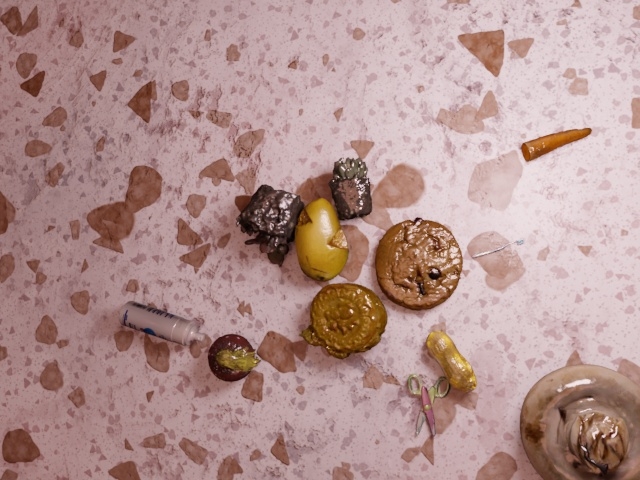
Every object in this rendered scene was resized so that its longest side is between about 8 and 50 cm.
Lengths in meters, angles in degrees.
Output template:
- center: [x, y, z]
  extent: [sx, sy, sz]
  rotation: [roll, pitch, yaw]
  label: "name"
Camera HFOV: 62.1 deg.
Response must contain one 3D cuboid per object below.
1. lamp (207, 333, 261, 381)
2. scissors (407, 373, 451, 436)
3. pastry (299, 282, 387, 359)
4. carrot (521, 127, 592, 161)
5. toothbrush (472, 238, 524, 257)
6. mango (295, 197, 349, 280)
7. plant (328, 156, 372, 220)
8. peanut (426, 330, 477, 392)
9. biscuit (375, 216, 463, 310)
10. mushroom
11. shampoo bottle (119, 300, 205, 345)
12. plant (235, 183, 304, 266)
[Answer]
- center: [-0.295, 0.384, 1.737]
  extent: [0.157, 0.135, 0.156]
  rotation: [-42, 78, 8]
  label: "lamp"
- center: [0.333, 0.512, 1.652]
  extent: [0.133, 0.020, 0.187]
  rotation: [4, 85, 8]
  label: "scissors"
- center: [0.088, 0.250, 1.681]
  extent: [0.240, 0.132, 0.235]
  rotation: [25, 100, 19]
  label: "pastry"
- center: [0.726, -0.304, 1.623]
  extent: [0.209, 0.061, 0.061]
  rotation: [-19, 82, 5]
  label: "carrot"
- center: [0.550, 0.024, 1.650]
  extent: [0.162, 0.014, 0.017]
  rotation: [-17, 63, 11]
  label: "toothbrush"
- center: [0.000, 0.000, 1.691]
  extent: [0.167, 0.130, 0.262]
  rotation: [-13, 101, -2]
  label: "mango"
- center: [0.097, -0.167, 1.704]
  extent: [0.129, 0.132, 0.194]
  rotation: [-8, 89, 8]
  label: "plant"
- center: [0.397, 0.368, 1.618]
  extent: [0.087, 0.087, 0.207]
  rotation: [-36, 77, 7]
  label: "peanut"
- center: [0.305, 0.073, 1.667]
  extent: [0.296, 0.075, 0.296]
  rotation: [-1, 85, 12]
  label: "biscuit"
- center: [0.729, 0.518, 1.427]
  extent: [0.362, 0.294, 0.362]
  rotation: [-1, 83, 13]
  label: "mushroom"
- center: [-0.534, 0.291, 1.819]
  extent: [0.303, 0.092, 0.092]
  rotation: [16, 89, 12]
  label: "shampoo bottle"
- center: [-0.162, -0.056, 1.723]
  extent: [0.178, 0.204, 0.234]
  rotation: [22, 84, 16]
  label: "plant"
